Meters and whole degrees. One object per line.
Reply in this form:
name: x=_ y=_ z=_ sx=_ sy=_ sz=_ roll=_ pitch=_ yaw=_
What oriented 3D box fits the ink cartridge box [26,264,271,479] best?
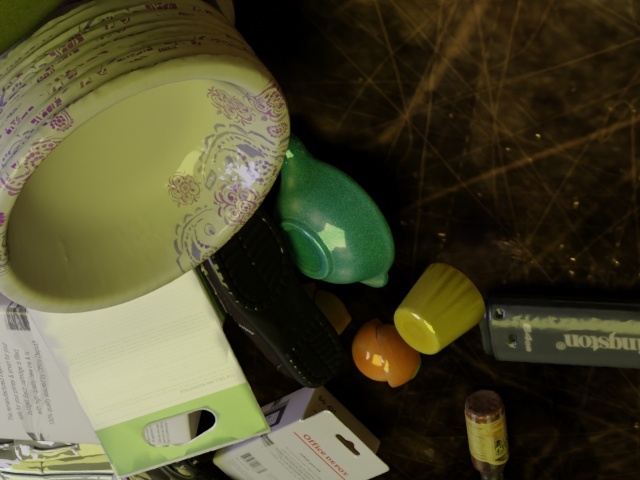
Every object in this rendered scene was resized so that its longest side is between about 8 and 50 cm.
ink cartridge box: x=-0.164 y=0.096 z=1.753 sx=0.171 sy=0.056 sz=0.235 roll=-19 pitch=114 yaw=15

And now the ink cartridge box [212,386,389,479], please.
ink cartridge box: x=-0.013 y=0.217 z=1.958 sx=0.180 sy=0.060 sz=0.104 roll=-28 pitch=116 yaw=39

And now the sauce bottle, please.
sauce bottle: x=0.172 y=0.208 z=1.892 sx=0.042 sy=0.042 sz=0.128 roll=5 pitch=135 yaw=18

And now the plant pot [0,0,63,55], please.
plant pot: x=-0.265 y=-0.309 z=1.352 sx=0.353 sy=0.366 sz=0.366 roll=-31 pitch=119 yaw=3

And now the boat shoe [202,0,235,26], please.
boat shoe: x=-0.107 y=-0.234 z=1.564 sx=0.095 sy=0.084 sz=0.258 roll=16 pitch=152 yaw=3

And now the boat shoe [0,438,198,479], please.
boat shoe: x=-0.283 y=0.215 z=2.051 sx=0.302 sy=0.109 sz=0.094 roll=2 pitch=119 yaw=7

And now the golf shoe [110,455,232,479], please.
golf shoe: x=-0.139 y=0.277 z=1.987 sx=0.094 sy=0.077 sz=0.198 roll=-45 pitch=113 yaw=6

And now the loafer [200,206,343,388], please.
loafer: x=-0.064 y=0.047 z=1.714 sx=0.078 sy=0.080 sz=0.220 roll=5 pitch=131 yaw=52

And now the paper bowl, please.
paper bowl: x=-0.179 y=-0.085 z=1.537 sx=0.148 sy=0.284 sz=0.284 roll=53 pitch=144 yaw=29

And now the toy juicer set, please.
toy juicer set: x=0.000 y=0.000 z=1.748 sx=0.329 sy=0.089 sz=0.209 roll=43 pitch=150 yaw=8

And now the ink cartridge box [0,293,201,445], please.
ink cartridge box: x=-0.261 y=0.104 z=1.889 sx=0.272 sy=0.115 sz=0.198 roll=3 pitch=133 yaw=6

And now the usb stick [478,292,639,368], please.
usb stick: x=0.285 y=0.087 z=1.729 sx=0.278 sy=0.045 sz=0.077 roll=3 pitch=132 yaw=20
